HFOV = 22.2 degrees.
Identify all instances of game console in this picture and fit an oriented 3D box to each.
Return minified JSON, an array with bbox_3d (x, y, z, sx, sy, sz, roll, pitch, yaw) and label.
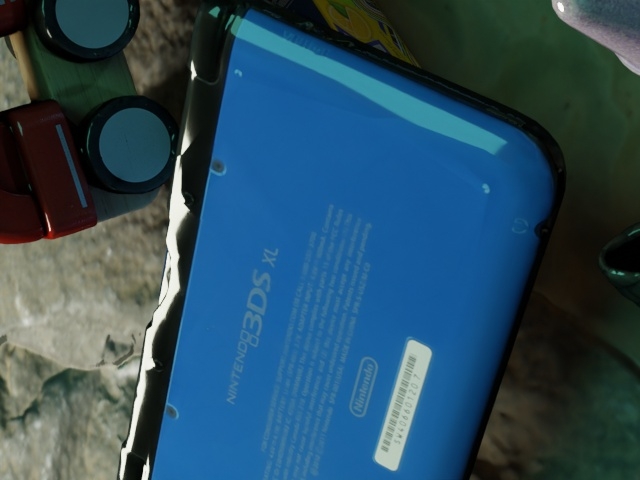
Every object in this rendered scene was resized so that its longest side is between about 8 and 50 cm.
[{"bbox_3d":[0.000,0.000,0.812,0.250,0.173,0.293,26,126,18],"label":"game console"}]

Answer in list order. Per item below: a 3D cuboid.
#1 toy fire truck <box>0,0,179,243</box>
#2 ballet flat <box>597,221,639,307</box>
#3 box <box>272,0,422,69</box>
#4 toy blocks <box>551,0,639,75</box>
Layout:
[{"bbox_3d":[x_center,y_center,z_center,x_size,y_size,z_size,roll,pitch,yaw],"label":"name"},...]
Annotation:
[{"bbox_3d":[-0.222,-0.091,0.910,0.158,0.246,0.217,6,114,68],"label":"toy fire truck"},{"bbox_3d":[0.195,0.003,0.674,0.173,0.049,0.057,-18,71,42],"label":"ballet flat"},{"bbox_3d":[0.019,-0.078,0.857,0.054,0.059,0.169,-51,52,29],"label":"box"},{"bbox_3d":[0.180,-0.182,0.411,0.288,0.260,0.309,14,105,58],"label":"toy blocks"}]
